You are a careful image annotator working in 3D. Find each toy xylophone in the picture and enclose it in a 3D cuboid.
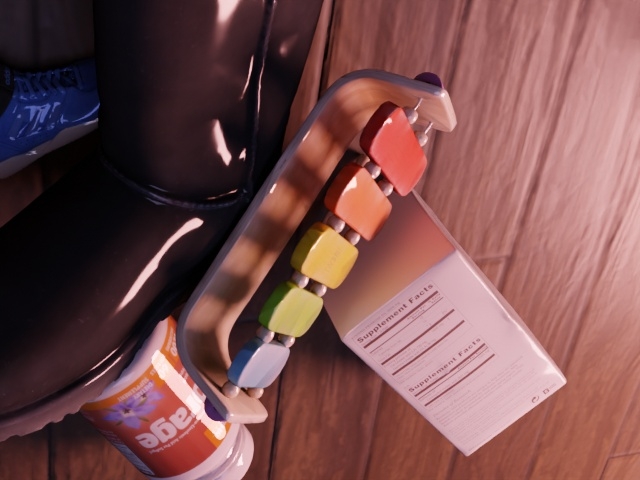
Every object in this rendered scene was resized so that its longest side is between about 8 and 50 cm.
[{"bbox_3d":[0.000,0.000,0.852,0.323,0.081,0.236,-59,165,7],"label":"toy xylophone"}]

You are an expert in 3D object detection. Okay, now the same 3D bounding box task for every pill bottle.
[{"bbox_3d":[-0.152,0.157,0.983,0.121,0.121,0.216,-31,130,2],"label":"pill bottle"}]

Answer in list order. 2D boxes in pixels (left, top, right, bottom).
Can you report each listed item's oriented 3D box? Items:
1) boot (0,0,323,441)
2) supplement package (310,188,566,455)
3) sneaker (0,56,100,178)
[{"bbox_3d":[-0.126,-0.114,0.664,0.367,0.146,0.445,-42,159,-43],"label":"boot"},{"bbox_3d":[0.113,0.079,1.020,0.134,0.139,0.244,-39,128,7],"label":"supplement package"},{"bbox_3d":[-0.224,-0.116,0.796,0.152,0.058,0.084,-29,139,9],"label":"sneaker"}]
